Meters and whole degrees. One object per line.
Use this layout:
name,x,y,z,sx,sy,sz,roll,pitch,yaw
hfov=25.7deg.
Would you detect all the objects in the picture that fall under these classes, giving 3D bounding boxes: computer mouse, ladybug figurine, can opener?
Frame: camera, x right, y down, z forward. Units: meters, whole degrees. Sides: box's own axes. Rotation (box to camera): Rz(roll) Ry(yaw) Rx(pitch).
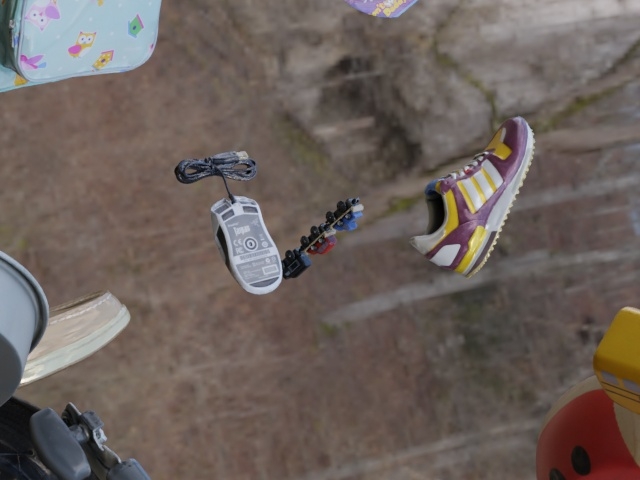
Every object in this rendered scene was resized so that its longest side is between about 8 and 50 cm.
computer mouse,-0.107,-0.018,1.761,0.042,0.106,0.193,-40,-114,59
ladybug figurine,0.483,0.363,2.189,0.305,0.162,0.449,36,-36,3
can opener,-0.245,0.308,1.689,0.280,0.093,0.074,43,-36,24

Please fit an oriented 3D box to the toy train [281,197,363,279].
toy train,0.000,0.000,1.757,0.158,0.027,0.036,-43,-107,33

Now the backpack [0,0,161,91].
backpack,-0.200,-0.208,1.016,0.144,0.166,0.188,20,-66,38

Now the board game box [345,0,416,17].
board game box,0.082,-0.279,1.283,0.133,0.169,0.033,52,0,-35

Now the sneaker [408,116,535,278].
sneaker,0.155,-0.058,1.438,0.185,0.084,0.069,-67,-170,-21

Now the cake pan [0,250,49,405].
cake pan,-0.357,0.079,1.077,0.293,0.293,0.054,106,-20,-56

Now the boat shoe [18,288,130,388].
boat shoe,-0.342,0.100,1.364,0.122,0.341,0.110,-14,-84,54

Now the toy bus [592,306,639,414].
toy bus,0.522,0.195,1.776,0.333,0.108,0.130,19,-25,39

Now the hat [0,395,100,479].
hat,-0.429,0.351,1.764,0.134,0.331,0.331,-114,-162,-70
